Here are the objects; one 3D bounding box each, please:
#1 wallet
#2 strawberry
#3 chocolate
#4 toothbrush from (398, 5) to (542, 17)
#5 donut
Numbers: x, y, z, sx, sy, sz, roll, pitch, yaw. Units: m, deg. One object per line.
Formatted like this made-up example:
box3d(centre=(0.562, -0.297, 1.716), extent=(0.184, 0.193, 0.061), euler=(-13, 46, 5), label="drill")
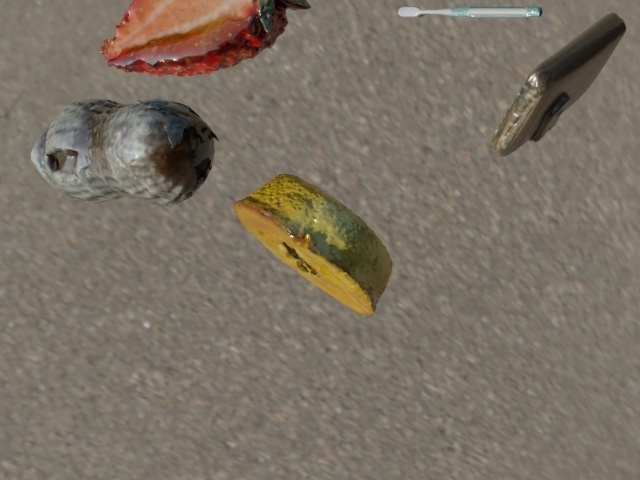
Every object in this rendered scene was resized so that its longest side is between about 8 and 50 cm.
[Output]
box3d(centre=(0.223, -0.143, 1.375), extent=(0.039, 0.118, 0.153), euler=(42, 51, 11), label="wallet")
box3d(centre=(-0.136, -0.248, 1.738), extent=(0.228, 0.098, 0.174), euler=(-41, 64, 7), label="strawberry")
box3d(centre=(-0.193, -0.088, 1.440), extent=(0.248, 0.110, 0.110), euler=(9, 73, 49), label="chocolate")
box3d(centre=(0.143, -0.218, 1.403), extent=(0.167, 0.014, 0.011), euler=(8, 90, 41), label="toothbrush")
box3d(centre=(0.000, 0.000, 1.464), extent=(0.178, 0.162, 0.065), euler=(33, 77, 27), label="donut")
